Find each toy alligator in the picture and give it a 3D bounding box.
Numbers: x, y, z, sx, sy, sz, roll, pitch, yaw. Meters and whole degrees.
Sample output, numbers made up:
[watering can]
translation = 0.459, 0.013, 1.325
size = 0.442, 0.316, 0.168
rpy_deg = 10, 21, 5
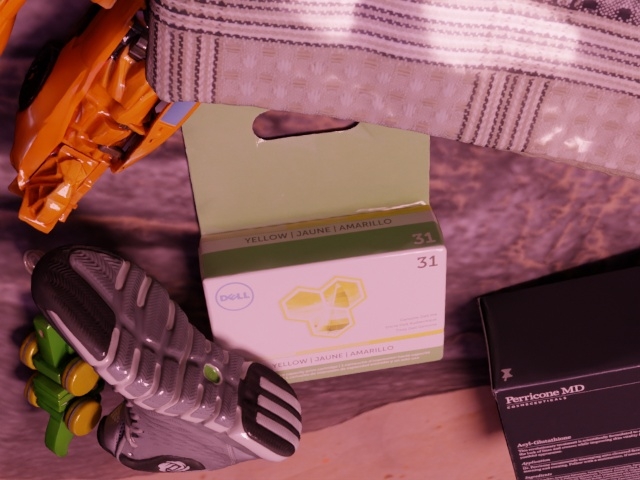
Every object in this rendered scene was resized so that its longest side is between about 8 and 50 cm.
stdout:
[toy alligator]
translation = -0.181, 0.078, 0.740
size = 0.051, 0.056, 0.190
rpy_deg = -34, 140, -45

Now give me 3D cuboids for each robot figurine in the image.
[robot figurine]
translation = -0.115, -0.142, 0.534
size = 0.211, 0.085, 0.291
rpy_deg = 29, 120, -32

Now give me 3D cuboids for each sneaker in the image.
[sneaker]
translation = -0.131, 0.103, 0.698
size = 0.132, 0.086, 0.228
rpy_deg = -29, 124, 32

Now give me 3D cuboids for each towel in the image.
[towel]
translation = 0.097, -0.159, 0.449
size = 0.324, 0.056, 0.312
rpy_deg = 8, 131, -12

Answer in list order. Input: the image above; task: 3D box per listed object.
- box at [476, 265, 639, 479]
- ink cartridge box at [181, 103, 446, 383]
[box]
translation = 0.271, 0.112, 0.801
size = 0.261, 0.103, 0.184
rpy_deg = -12, 135, 10
[ink cartridge box]
translation = 0.000, 0.000, 0.703
size = 0.171, 0.056, 0.235
rpy_deg = -8, 133, -4
